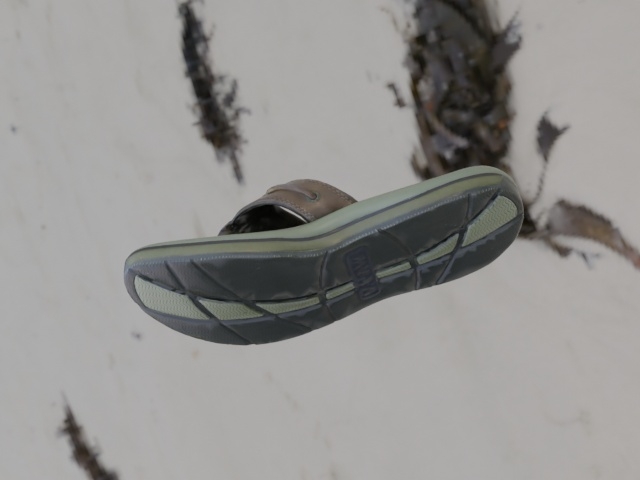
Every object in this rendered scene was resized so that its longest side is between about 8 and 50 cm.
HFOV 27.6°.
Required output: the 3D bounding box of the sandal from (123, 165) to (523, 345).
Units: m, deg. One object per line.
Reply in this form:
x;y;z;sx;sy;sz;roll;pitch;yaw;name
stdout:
0.001;0.001;0.990;0.120;0.303;0.086;82;172;-51;sandal
